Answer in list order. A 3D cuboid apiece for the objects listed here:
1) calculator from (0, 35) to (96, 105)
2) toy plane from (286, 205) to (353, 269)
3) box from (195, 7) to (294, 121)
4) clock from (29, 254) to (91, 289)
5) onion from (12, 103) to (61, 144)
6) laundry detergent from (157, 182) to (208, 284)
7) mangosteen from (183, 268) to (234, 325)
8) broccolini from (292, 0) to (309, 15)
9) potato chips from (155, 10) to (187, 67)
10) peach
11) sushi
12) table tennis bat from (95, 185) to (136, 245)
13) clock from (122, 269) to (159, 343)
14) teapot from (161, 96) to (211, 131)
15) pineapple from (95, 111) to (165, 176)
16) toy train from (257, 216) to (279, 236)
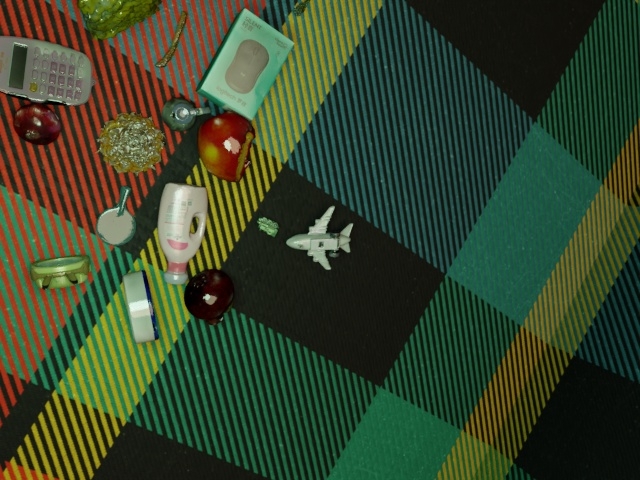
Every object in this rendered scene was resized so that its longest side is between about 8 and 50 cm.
[{"bbox_3d":[-0.819,-0.494,1.688,0.295,0.043,0.194,6,76,-26],"label":"calculator"},{"bbox_3d":[0.002,0.002,2.100,0.256,0.101,0.250,-5,112,-21],"label":"toy plane"},{"bbox_3d":[-0.250,-0.575,1.891,0.205,0.118,0.311,30,87,-25],"label":"box"},{"bbox_3d":[-0.783,0.099,1.722,0.170,0.232,0.069,-7,101,-20],"label":"clock"},{"bbox_3d":[-0.837,-0.342,1.686,0.131,0.131,0.131,-4,100,-22],"label":"onion"},{"bbox_3d":[-0.466,-0.021,1.913,0.159,0.088,0.334,5,98,-24],"label":"laundry detergent"},{"bbox_3d":[-0.371,0.195,1.954,0.200,0.200,0.199,-4,100,-22],"label":"mangosteen"},{"bbox_3d":[-0.039,-0.828,1.986,0.140,0.030,0.035,-45,120,-14],"label":"broccolini"},{"bbox_3d":[-0.471,-0.643,1.839,0.037,0.026,0.203,25,90,-11],"label":"potato chips"},{"bbox_3d":[-0.296,-0.302,1.879,0.196,0.190,0.226,-32,103,-24],"label":"peach"},{"bbox_3d":[-0.613,-0.774,1.563,0.240,0.396,0.351,-29,101,-11],"label":"sushi"},{"bbox_3d":[-0.653,-0.080,1.856,0.125,0.033,0.201,14,96,-26],"label":"table tennis bat"},{"bbox_3d":[-0.576,0.213,1.828,0.083,0.230,0.230,-13,104,-17],"label":"clock"},{"bbox_3d":[-0.434,-0.401,1.849,0.149,0.108,0.111,16,94,-23],"label":"teapot"},{"bbox_3d":[-0.597,-0.308,1.818,0.225,0.076,0.224,-3,100,-20],"label":"pineapple"},{"bbox_3d":[-0.191,-0.050,2.049,0.083,0.033,0.053,24,93,-24],"label":"toy train"}]
